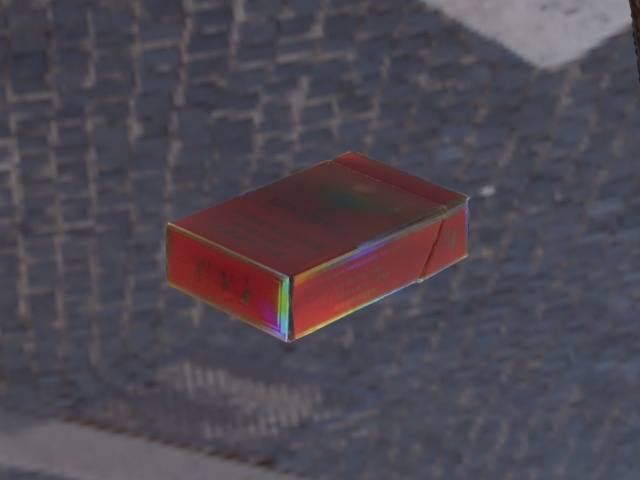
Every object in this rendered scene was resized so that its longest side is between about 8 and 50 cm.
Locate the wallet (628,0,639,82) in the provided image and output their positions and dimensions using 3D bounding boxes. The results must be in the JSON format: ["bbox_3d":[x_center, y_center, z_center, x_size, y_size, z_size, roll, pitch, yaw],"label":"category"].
[{"bbox_3d":[0.190,-0.005,0.514,0.275,0.335,0.068,-12,178,42],"label":"wallet"}]

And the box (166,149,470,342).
[{"bbox_3d":[0.000,0.001,1.243,0.175,0.112,0.048,-23,125,-41],"label":"box"}]
